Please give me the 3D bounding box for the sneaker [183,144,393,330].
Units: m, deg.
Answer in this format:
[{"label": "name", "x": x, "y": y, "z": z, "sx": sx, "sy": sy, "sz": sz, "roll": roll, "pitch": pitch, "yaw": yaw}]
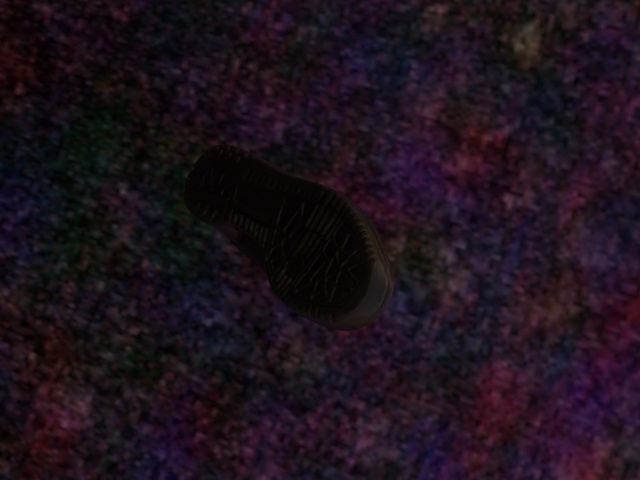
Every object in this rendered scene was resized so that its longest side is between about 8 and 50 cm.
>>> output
[{"label": "sneaker", "x": -0.001, "y": 0.002, "z": 0.662, "sx": 0.089, "sy": 0.170, "sz": 0.051, "roll": 32, "pitch": 93, "yaw": -42}]
